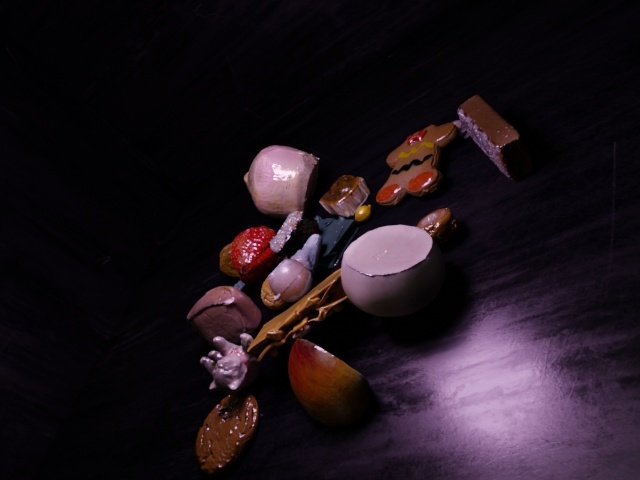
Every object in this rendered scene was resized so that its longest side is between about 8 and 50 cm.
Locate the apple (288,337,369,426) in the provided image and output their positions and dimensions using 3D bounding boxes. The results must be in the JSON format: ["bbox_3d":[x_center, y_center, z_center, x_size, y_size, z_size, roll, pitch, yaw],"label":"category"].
[{"bbox_3d":[0.001,0.423,1.345,0.346,0.179,0.253,6,94,55],"label":"apple"}]

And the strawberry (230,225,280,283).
[{"bbox_3d":[-0.310,0.072,2.076,0.239,0.250,0.288,-29,11,21],"label":"strawberry"}]

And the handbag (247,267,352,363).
[{"bbox_3d":[-0.055,0.266,1.534,0.401,0.133,0.283,-38,-6,12],"label":"handbag"}]

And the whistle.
[{"bbox_3d":[-0.079,0.118,1.757,0.189,0.189,0.347,-6,40,48],"label":"whistle"}]

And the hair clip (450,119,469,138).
[{"bbox_3d":[0.567,-0.461,1.864,0.116,0.049,0.172,-42,25,-2],"label":"hair clip"}]

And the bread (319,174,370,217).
[{"bbox_3d":[0.111,-0.213,2.053,0.192,0.110,0.210,-49,29,-9],"label":"bread"}]

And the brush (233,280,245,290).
[{"bbox_3d":[-0.376,0.193,2.242,0.196,0.021,0.070,-48,31,-6],"label":"brush"}]

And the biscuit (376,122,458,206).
[{"bbox_3d":[0.383,-0.324,1.844,0.368,0.076,0.393,-15,43,51],"label":"biscuit"}]

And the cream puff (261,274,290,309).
[{"bbox_3d":[-0.178,0.203,1.873,0.189,0.129,0.189,-31,36,25],"label":"cream puff"}]

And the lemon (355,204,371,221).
[{"bbox_3d":[0.186,-0.117,1.884,0.092,0.065,0.065,-46,29,2],"label":"lemon"}]

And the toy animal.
[{"bbox_3d":[-0.355,0.493,1.623,0.308,0.266,0.188,-8,49,21],"label":"toy animal"}]

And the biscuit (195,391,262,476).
[{"bbox_3d":[-0.334,0.664,1.538,0.296,0.075,0.295,-33,30,22],"label":"biscuit"}]

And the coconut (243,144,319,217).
[{"bbox_3d":[-0.213,-0.306,2.287,0.405,0.404,0.404,-32,32,22],"label":"coconut"}]

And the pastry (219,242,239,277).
[{"bbox_3d":[-0.432,0.099,2.268,0.189,0.189,0.103,-38,36,12],"label":"pastry"}]

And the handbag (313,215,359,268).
[{"bbox_3d":[-0.001,0.000,1.950,0.327,0.089,0.238,2,52,52],"label":"handbag"}]

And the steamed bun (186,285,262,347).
[{"bbox_3d":[-0.413,0.315,1.933,0.301,0.251,0.199,-25,24,25],"label":"steamed bun"}]

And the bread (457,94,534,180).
[{"bbox_3d":[0.617,-0.374,1.566,0.113,0.165,0.416,-33,31,18],"label":"bread"}]

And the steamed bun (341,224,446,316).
[{"bbox_3d":[0.227,0.105,1.371,0.325,0.206,0.324,-13,31,8],"label":"steamed bun"}]

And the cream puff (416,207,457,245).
[{"bbox_3d":[0.397,-0.038,1.480,0.144,0.103,0.126,-30,20,25],"label":"cream puff"}]

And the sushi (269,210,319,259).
[{"bbox_3d":[-0.111,-0.019,1.897,0.225,0.126,0.136,-50,33,-5],"label":"sushi"}]
